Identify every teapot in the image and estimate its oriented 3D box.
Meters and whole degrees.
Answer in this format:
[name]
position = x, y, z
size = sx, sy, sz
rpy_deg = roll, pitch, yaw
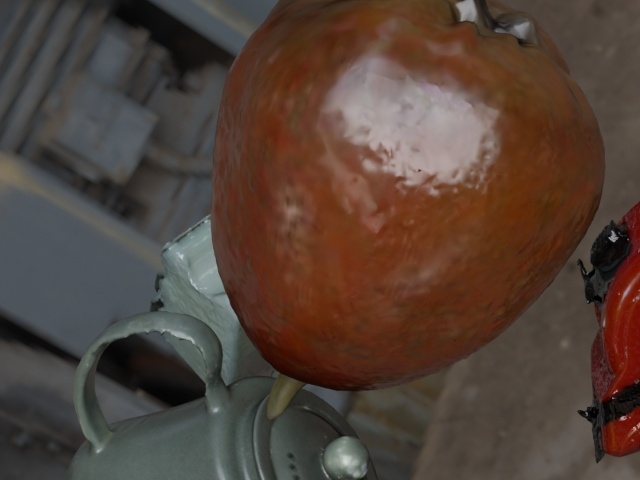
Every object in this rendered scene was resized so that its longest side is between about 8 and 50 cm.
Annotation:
[teapot]
position = -0.038, 0.137, 1.010
size = 0.149, 0.239, 0.162
rpy_deg = -31, 14, 32

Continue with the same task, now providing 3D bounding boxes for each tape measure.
[tape measure]
position = 0.346, 0.067, 1.617
size = 0.253, 0.260, 0.114
rpy_deg = -6, 29, 5

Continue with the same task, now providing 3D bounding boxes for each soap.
[soap]
position = 0.000, 0.000, 1.394
size = 0.261, 0.094, 0.150
rpy_deg = -37, -18, -27

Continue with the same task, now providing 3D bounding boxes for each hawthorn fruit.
[hawthorn fruit]
position = 0.027, -0.009, 0.908
size = 0.199, 0.199, 0.251
rpy_deg = -108, 38, -61
